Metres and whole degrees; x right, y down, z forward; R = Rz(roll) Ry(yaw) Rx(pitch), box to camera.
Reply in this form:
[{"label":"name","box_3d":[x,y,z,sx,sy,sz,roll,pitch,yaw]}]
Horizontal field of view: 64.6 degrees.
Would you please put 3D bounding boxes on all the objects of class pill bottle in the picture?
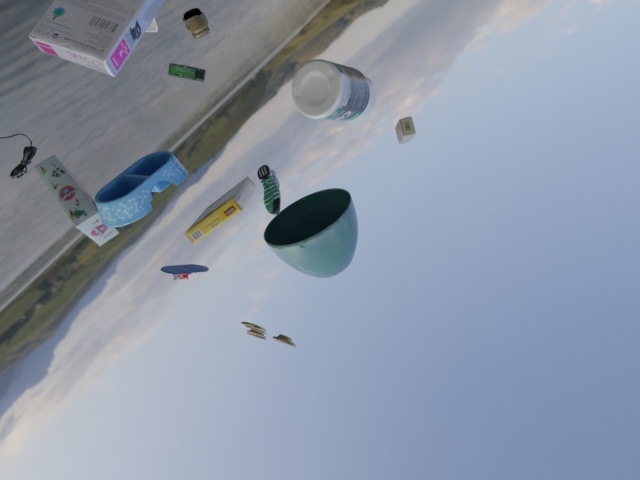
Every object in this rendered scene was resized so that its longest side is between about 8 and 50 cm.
[{"label":"pill bottle","box_3d":[0.065,-0.553,1.895,0.204,0.204,0.361,-31,174,30]}]

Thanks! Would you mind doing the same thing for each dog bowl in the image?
[{"label":"dog bowl","box_3d":[-0.513,-0.156,1.440,0.166,0.074,0.297,8,-135,31]}]

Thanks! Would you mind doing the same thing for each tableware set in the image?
[{"label":"tableware set","box_3d":[-0.129,0.242,1.280,0.168,0.141,0.020,96,13,-72]}]

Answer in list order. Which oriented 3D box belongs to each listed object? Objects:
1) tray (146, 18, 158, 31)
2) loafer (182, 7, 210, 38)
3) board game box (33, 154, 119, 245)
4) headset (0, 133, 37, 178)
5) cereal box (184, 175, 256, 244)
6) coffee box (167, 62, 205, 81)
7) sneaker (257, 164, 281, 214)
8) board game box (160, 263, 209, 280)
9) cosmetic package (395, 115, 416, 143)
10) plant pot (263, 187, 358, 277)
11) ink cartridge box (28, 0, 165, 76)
[{"label":"tray","box_3d":[-0.565,-0.631,1.338,0.271,0.145,0.030,7,-133,12]},{"label":"loafer","box_3d":[-0.291,-0.517,1.179,0.056,0.050,0.148,-26,-138,-8]},{"label":"board game box","box_3d":[-0.923,-0.146,1.921,0.098,0.303,0.224,-37,166,-13]},{"label":"headset","box_3d":[-1.082,-0.341,1.542,0.185,0.394,0.243,-55,-141,10]},{"label":"cereal box","box_3d":[-0.276,-0.090,1.429,0.173,0.047,0.240,-34,-164,13]},{"label":"coffee box","box_3d":[-0.424,-0.537,1.615,0.184,0.113,0.040,-122,-139,-69]},{"label":"sneaker","box_3d":[-0.191,-0.209,2.121,0.083,0.223,0.098,-21,164,25]},{"label":"board game box","box_3d":[-0.489,0.117,1.823,0.169,0.033,0.133,-3,-169,-34]},{"label":"cosmetic package","box_3d":[0.269,-0.349,1.604,0.041,0.060,0.115,-15,177,2]},{"label":"plant pot","box_3d":[0.000,0.000,1.553,0.290,0.195,0.290,-23,-152,13]},{"label":"ink cartridge box","box_3d":[-0.444,-0.507,1.072,0.065,0.186,0.310,81,32,-72]}]
